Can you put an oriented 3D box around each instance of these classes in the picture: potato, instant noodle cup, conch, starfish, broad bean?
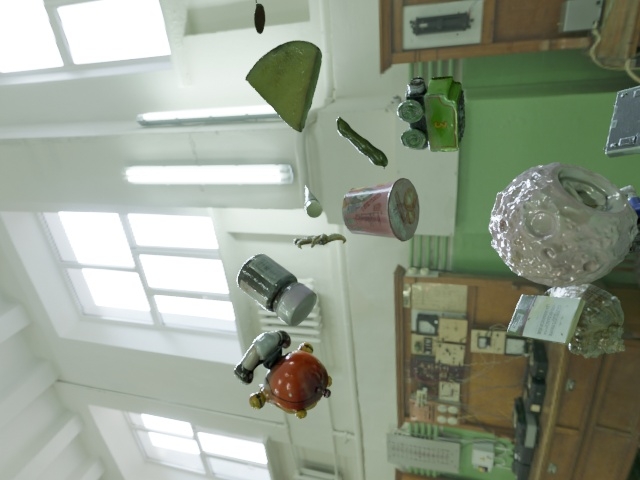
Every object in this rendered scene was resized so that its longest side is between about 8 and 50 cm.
[{"bbox_3d":[-0.078,-0.557,1.411,0.269,0.255,0.112,45,-153,-4],"label":"potato"},{"bbox_3d":[0.234,-0.117,1.620,0.243,0.232,0.242,-2,-88,-49],"label":"instant noodle cup"},{"bbox_3d":[1.106,0.337,1.741,0.210,0.353,0.296,-24,-48,-44],"label":"conch"},{"bbox_3d":[0.001,-0.002,1.787,0.216,0.239,0.070,-160,70,-77],"label":"starfish"},{"bbox_3d":[0.142,-0.349,1.466,0.053,0.256,0.052,-37,-12,-42],"label":"broad bean"}]

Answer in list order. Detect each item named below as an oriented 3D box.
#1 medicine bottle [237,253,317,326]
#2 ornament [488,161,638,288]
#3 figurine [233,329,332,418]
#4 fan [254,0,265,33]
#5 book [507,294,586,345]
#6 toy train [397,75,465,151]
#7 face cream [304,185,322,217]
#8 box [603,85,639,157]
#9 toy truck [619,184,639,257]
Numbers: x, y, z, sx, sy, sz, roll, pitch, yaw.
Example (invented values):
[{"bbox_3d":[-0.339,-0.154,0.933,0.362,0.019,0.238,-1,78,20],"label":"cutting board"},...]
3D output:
[{"bbox_3d":[-0.162,0.181,1.517,0.165,0.274,0.165,-42,-27,-27],"label":"medicine bottle"},{"bbox_3d":[0.481,-0.026,0.847,0.225,0.260,0.259,105,-177,-47],"label":"ornament"},{"bbox_3d":[-0.110,0.469,1.442,0.320,0.323,0.196,-41,-21,-40],"label":"figurine"},{"bbox_3d":[-0.190,-0.703,1.260,0.133,0.005,0.085,82,-156,-57],"label":"fan"},{"bbox_3d":[0.922,0.319,1.701,0.201,0.026,0.289,-60,17,-14],"label":"book"},{"bbox_3d":[0.455,-0.506,1.669,0.173,0.249,0.307,-64,-33,-36],"label":"toy train"},{"bbox_3d":[-0.045,-0.165,1.814,0.224,0.070,0.114,-118,27,-68],"label":"face cream"},{"bbox_3d":[1.140,-0.435,1.463,0.045,0.211,0.269,24,-100,-29],"label":"box"},{"bbox_3d":[0.994,-0.056,1.310,0.213,0.161,0.176,31,-126,-33],"label":"toy truck"}]
